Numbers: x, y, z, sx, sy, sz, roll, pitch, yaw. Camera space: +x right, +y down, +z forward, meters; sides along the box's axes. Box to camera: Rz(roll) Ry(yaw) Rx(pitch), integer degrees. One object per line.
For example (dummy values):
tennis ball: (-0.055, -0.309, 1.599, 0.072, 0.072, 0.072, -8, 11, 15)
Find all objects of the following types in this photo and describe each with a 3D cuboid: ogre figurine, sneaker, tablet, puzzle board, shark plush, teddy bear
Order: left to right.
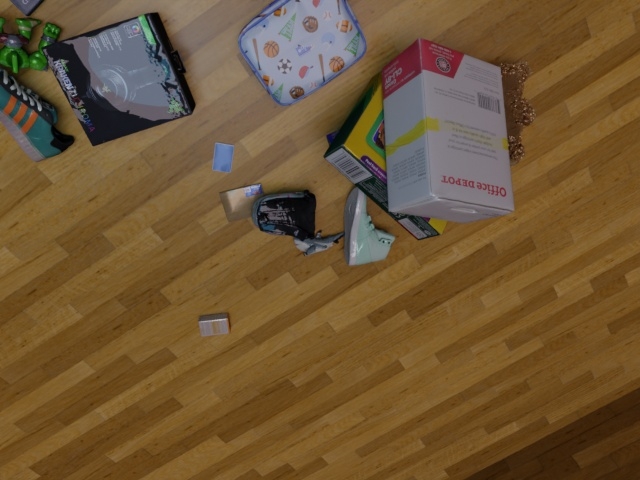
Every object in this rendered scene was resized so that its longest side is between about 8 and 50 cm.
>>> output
ogre figurine: (-0.732, -0.467, 1.112, 0.197, 0.097, 0.118, -21, 134, -48)
sneaker: (-0.728, -0.333, 1.153, 0.121, 0.108, 0.302, -25, 144, -9)
tablet: (-0.279, -0.237, 1.347, 0.054, 0.006, 0.083, 8, 115, -12)
puzzle board: (-0.229, -0.114, 1.413, 0.128, 0.011, 0.096, -14, 116, -2)
shark plush: (0.000, 0.000, 1.481, 0.161, 0.073, 0.067, -16, 87, 5)
sneaker: (0.157, -0.048, 1.462, 0.151, 0.094, 0.256, -4, 115, -14)
teddy bear: (0.514, -0.349, 1.371, 0.245, 0.113, 0.338, -25, 125, 12)

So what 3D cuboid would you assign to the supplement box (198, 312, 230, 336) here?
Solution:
supplement box: (-0.353, 0.281, 1.571, 0.098, 0.036, 0.062, -5, 117, -6)

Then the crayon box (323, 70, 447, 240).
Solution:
crayon box: (0.231, -0.235, 1.265, 0.363, 0.106, 0.313, 39, 64, -19)

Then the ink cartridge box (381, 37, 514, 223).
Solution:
ink cartridge box: (0.308, -0.250, 1.155, 0.279, 0.160, 0.384, 6, 77, -30)

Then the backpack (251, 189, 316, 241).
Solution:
backpack: (-0.110, -0.074, 1.388, 0.182, 0.115, 0.152, -2, 96, -19)

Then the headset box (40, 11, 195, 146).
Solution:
headset box: (-0.474, -0.402, 1.168, 0.283, 0.131, 0.246, -17, 118, -1)

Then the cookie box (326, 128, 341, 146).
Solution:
cookie box: (0.070, -0.282, 1.321, 0.092, 0.107, 0.040, -22, 117, 3)

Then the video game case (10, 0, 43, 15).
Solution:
video game case: (-0.714, -0.687, 1.053, 0.196, 0.026, 0.274, -39, 116, 10)

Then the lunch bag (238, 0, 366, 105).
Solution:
lunch bag: (-0.045, -0.510, 1.193, 0.303, 0.115, 0.243, -32, 114, 8)
